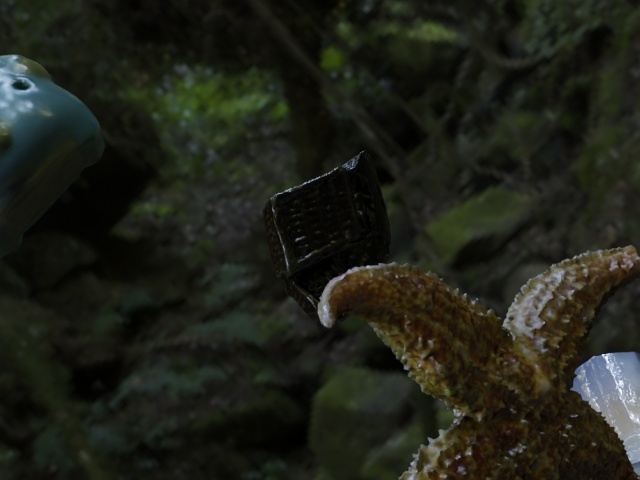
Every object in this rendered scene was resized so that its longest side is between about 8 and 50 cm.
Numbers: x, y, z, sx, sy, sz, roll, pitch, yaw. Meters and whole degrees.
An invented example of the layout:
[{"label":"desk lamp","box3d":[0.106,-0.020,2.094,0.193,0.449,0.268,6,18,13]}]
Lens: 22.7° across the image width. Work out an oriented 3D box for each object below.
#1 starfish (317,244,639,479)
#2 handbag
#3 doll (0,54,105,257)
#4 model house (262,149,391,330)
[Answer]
[{"label":"starfish","box3d":[0.075,0.083,0.666,0.043,0.240,0.227,-4,57,44]},{"label":"handbag","box3d":[0.236,0.161,1.198,0.095,0.117,0.173,-16,26,6]},{"label":"doll","box3d":[-0.334,-0.123,1.388,0.177,0.261,0.161,-48,-2,-5]},{"label":"model house","box3d":[0.002,0.007,1.595,0.106,0.165,0.152,-16,1,21]}]
